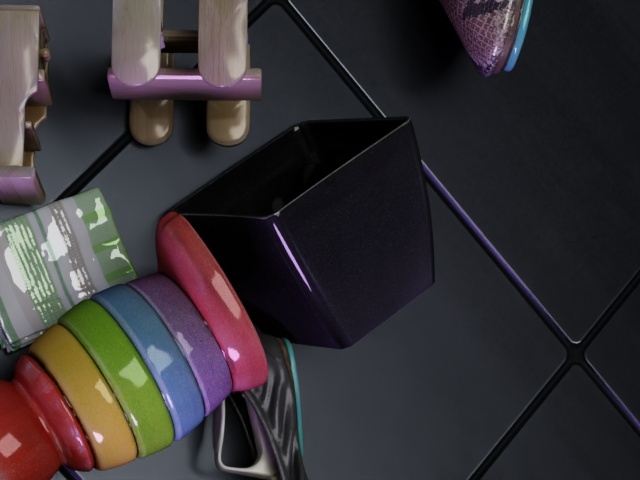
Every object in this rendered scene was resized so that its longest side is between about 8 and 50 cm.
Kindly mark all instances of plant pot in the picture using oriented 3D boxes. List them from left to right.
[{"bbox_3d":[0.000,0.000,1.908,0.188,0.187,0.167,-35,110,-29],"label":"plant pot"}]

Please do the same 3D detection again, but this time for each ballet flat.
[{"bbox_3d":[-0.049,0.228,1.891,0.096,0.095,0.280,-11,76,-20],"label":"ballet flat"},{"bbox_3d":[0.181,-0.392,2.103,0.182,0.164,0.483,21,64,-1],"label":"ballet flat"}]

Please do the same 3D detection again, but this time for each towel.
[{"bbox_3d":[-0.247,0.024,1.850,0.152,0.023,0.113,-25,94,-30],"label":"towel"}]

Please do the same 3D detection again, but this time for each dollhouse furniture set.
[{"bbox_3d":[-0.175,-0.122,1.816,0.242,0.212,0.161,0,78,-2],"label":"dollhouse furniture set"}]

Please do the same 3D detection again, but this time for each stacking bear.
[{"bbox_3d":[-0.207,0.132,1.778,0.289,0.175,0.164,-31,70,-17],"label":"stacking bear"}]
